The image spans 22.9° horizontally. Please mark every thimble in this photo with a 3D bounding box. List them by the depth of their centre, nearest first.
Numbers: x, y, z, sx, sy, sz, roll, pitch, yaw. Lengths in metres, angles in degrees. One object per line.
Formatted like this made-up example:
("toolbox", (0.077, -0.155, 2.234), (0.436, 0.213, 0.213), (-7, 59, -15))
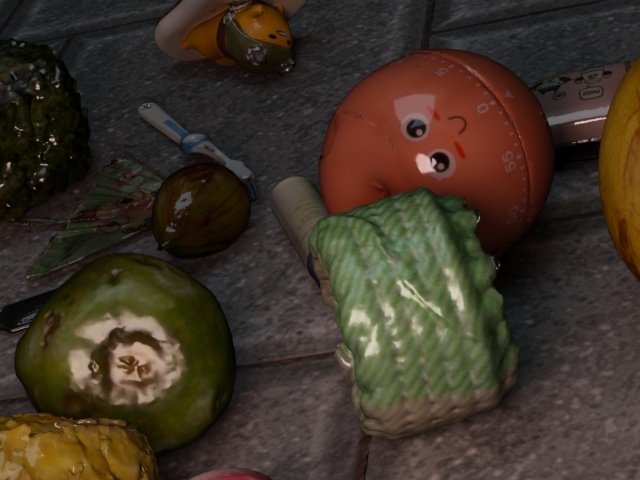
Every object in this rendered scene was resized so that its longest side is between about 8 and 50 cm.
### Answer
("thimble", (0.083, 0.065, 1.408), (0.150, 0.219, 0.219), (-17, 29, -4))

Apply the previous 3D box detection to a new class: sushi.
("sushi", (-0.459, -0.141, 2.065), (0.294, 0.178, 0.352), (-31, 30, -24))

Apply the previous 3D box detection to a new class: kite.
("kite", (-0.268, -0.033, 1.958), (0.267, 0.013, 0.323), (-5, 30, 19))

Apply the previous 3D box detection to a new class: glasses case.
("glasses case", (0.330, -0.148, 1.775), (0.314, 0.075, 0.122), (-9, 35, 14))

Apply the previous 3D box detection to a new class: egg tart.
("egg tart", (-0.227, 0.193, 1.317), (0.290, 0.107, 0.291), (6, -3, 0))

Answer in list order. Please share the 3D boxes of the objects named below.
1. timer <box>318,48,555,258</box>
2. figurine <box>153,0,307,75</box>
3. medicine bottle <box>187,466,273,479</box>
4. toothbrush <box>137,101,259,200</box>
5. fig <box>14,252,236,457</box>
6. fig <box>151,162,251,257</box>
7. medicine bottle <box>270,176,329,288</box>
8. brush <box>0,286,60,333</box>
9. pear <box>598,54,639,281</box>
("timer", (0.119, -0.078, 1.609), (0.215, 0.230, 0.229), (-34, 33, -34))
("figurine", (-0.118, -0.273, 2.235), (0.250, 0.166, 0.141), (-28, 59, 32))
("medicine bottle", (-0.034, 0.276, 1.160), (0.147, 0.147, 0.247), (-27, 29, -17))
("toothbrush", (-0.165, -0.130, 2.045), (0.040, 0.040, 0.386), (-26, 30, -16))
("fig", (-0.189, 0.106, 1.535), (0.206, 0.206, 0.275), (-20, 5, -5))
("fig", (-0.144, -0.026, 1.788), (0.109, 0.103, 0.155), (-29, 14, 25))
("medicine bottle", (0.000, 0.000, 1.710), (0.059, 0.059, 0.231), (-20, 29, -6))
("brush", (-0.361, 0.091, 1.785), (0.193, 0.016, 0.063), (-20, 28, -7))
("pear", (0.377, -0.065, 1.418), (0.280, 0.281, 0.281), (-13, 29, 7))
